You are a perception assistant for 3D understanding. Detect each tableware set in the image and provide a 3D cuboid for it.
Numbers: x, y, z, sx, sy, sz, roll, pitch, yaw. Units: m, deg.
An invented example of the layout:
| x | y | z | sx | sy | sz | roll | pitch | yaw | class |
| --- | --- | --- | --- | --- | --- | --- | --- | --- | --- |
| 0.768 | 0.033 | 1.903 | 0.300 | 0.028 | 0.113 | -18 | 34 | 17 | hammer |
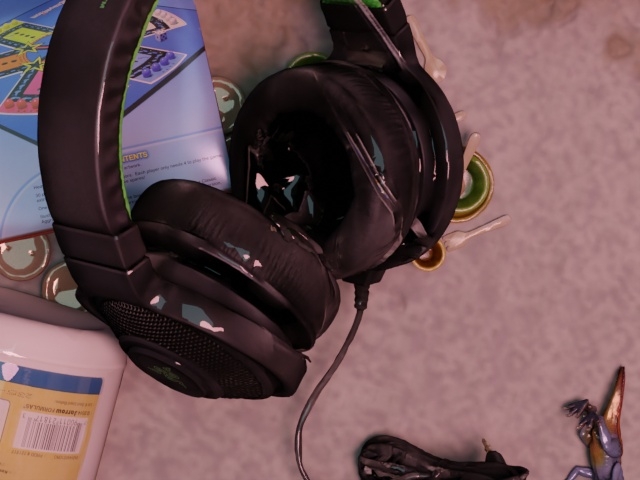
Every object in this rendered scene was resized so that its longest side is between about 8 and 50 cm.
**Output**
| x | y | z | sx | sy | sz | roll | pitch | yaw | class |
| --- | --- | --- | --- | --- | --- | --- | --- | --- | --- |
| 0.045 | -0.056 | 1.049 | 0.104 | 0.024 | 0.154 | -25 | 93 | -3 | tableware set |

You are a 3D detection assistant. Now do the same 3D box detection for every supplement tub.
| x | y | z | sx | sy | sz | roll | pitch | yaw | class |
| --- | --- | --- | --- | --- | --- | --- | --- | --- | --- |
| -0.201 | 0.130 | 0.971 | 0.144 | 0.144 | 0.199 | 15 | 92 | -4 | supplement tub |

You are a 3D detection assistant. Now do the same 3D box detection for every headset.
| x | y | z | sx | sy | sz | roll | pitch | yaw | class |
| --- | --- | --- | --- | --- | --- | --- | --- | --- | --- |
| 0.000 | 0.000 | 0.935 | 0.243 | 0.185 | 0.394 | -44 | 130 | -33 | headset |

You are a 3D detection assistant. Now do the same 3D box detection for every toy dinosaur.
| x | y | z | sx | sy | sz | roll | pitch | yaw | class |
| --- | --- | --- | --- | --- | --- | --- | --- | --- | --- |
| 0.181 | 0.139 | 1.054 | 0.090 | 0.047 | 0.082 | -37 | 111 | -13 | toy dinosaur |

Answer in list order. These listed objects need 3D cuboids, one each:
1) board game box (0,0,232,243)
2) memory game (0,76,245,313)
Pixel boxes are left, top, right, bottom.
| x | y | z | sx | sy | sz | roll | pitch | yaw | class |
| --- | --- | --- | --- | --- | --- | --- | --- | --- | --- |
| -0.202 | -0.069 | 1.019 | 0.281 | 0.027 | 0.145 | -12 | 92 | -3 | board game box |
| -0.123 | -0.038 | 1.044 | 0.186 | 0.012 | 0.186 | 0 | 91 | -3 | memory game |
